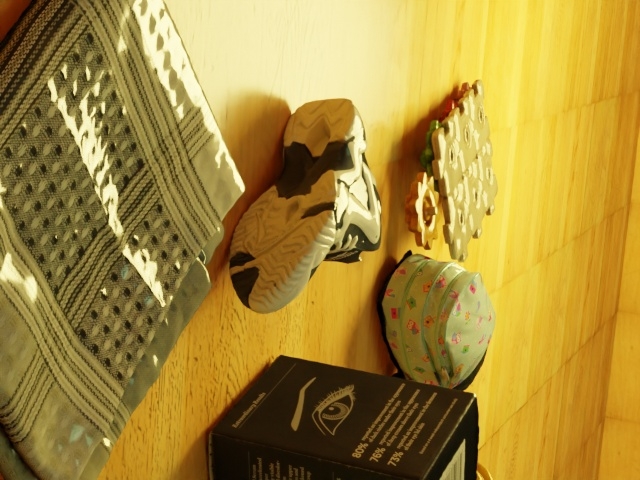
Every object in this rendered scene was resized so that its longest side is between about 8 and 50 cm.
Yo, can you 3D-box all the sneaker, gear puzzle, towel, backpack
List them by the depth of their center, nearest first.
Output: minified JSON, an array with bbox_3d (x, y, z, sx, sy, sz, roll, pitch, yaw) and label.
[{"bbox_3d":[-0.156,-0.005,0.944,0.324,0.056,0.312,75,32,-47],"label":"towel"},{"bbox_3d":[0.000,0.000,1.271,0.153,0.094,0.235,62,32,-44],"label":"sneaker"},{"bbox_3d":[0.138,0.094,1.621,0.152,0.115,0.182,-63,149,-32],"label":"backpack"},{"bbox_3d":[0.150,-0.068,1.649,0.339,0.044,0.175,-50,133,-61],"label":"gear puzzle"}]

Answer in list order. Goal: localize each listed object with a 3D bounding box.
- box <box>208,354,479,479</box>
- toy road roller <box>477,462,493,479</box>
[{"bbox_3d":[0.023,0.200,1.255,0.153,0.207,0.108,-44,138,-55],"label":"box"},{"bbox_3d":[0.105,0.388,1.557,0.240,0.203,0.329,58,39,-41],"label":"toy road roller"}]
